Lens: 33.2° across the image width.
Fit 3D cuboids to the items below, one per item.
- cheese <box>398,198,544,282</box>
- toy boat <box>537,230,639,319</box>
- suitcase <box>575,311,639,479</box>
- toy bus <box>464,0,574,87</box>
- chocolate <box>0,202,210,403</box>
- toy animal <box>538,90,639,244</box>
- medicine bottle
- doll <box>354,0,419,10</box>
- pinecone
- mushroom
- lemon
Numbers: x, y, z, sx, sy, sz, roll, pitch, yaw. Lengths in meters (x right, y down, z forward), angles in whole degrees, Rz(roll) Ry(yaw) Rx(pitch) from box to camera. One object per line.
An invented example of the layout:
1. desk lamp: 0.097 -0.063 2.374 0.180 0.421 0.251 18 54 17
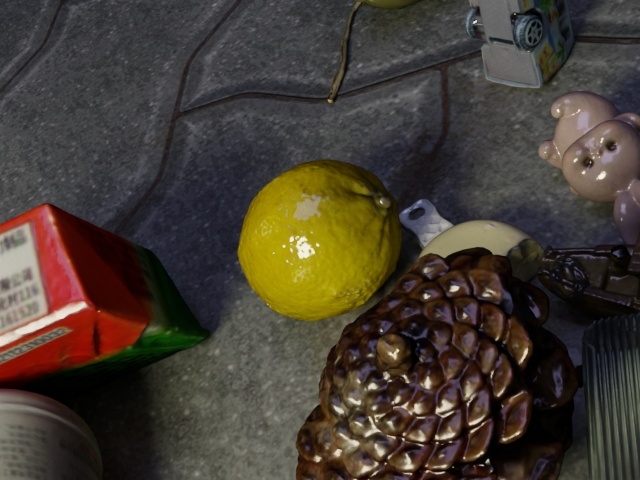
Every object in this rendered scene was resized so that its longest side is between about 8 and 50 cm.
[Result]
1. cheese: 0.154 0.034 1.292 0.249 0.070 0.163 23 63 45
2. toy boat: 0.377 0.038 1.109 0.321 0.121 0.089 5 57 35
3. suitcase: 0.340 0.199 0.957 0.202 0.128 0.312 -10 43 21
4. toy bus: 0.258 -0.374 1.449 0.109 0.329 0.136 20 51 43
5. chocolate: -0.370 0.111 1.328 0.360 0.341 0.161 -25 73 9
6. toy animal: 0.342 -0.092 1.269 0.124 0.124 0.212 -27 36 5
7. medicine bottle: -0.356 0.340 1.164 0.241 0.241 0.302 -25 40 8
8. doll: 0.118 -0.487 1.787 0.177 0.161 0.260 -21 38 11
9. pinecone: 0.113 0.168 1.022 0.242 0.296 0.298 33 79 13
10. mushroom: 0.042 -0.321 1.775 0.026 0.028 0.286 21 52 -5
11. lemon: 0.000 0.000 1.325 0.231 0.192 0.192 -34 31 41
